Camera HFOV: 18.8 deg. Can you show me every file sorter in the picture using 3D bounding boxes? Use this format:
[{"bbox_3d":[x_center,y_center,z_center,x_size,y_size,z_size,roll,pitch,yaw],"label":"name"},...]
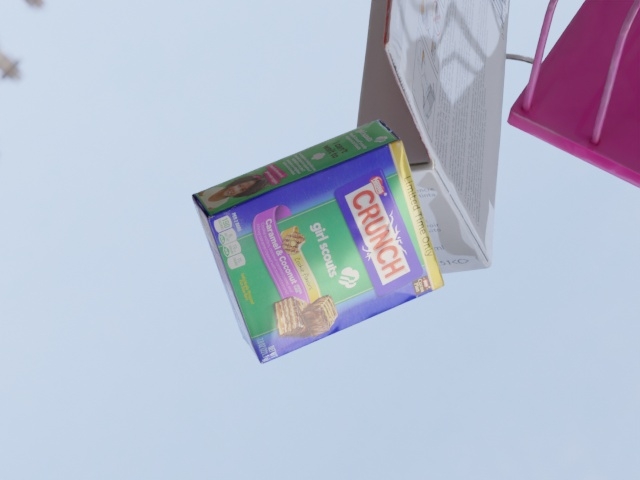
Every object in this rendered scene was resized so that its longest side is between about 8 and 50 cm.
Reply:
[{"bbox_3d":[0.343,-0.157,1.635,0.290,0.182,0.202,28,-122,14],"label":"file sorter"}]

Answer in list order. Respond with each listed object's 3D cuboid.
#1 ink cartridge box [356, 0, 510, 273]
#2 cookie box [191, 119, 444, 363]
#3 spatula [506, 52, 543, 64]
[{"bbox_3d":[0.066,-0.167,1.328,0.066,0.261,0.296,-6,-124,19],"label":"ink cartridge box"},{"bbox_3d":[0.000,0.000,0.996,0.107,0.092,0.040,-23,-153,-9],"label":"cookie box"},{"bbox_3d":[0.225,-0.171,1.966,0.030,0.296,0.084,-57,-177,22],"label":"spatula"}]
